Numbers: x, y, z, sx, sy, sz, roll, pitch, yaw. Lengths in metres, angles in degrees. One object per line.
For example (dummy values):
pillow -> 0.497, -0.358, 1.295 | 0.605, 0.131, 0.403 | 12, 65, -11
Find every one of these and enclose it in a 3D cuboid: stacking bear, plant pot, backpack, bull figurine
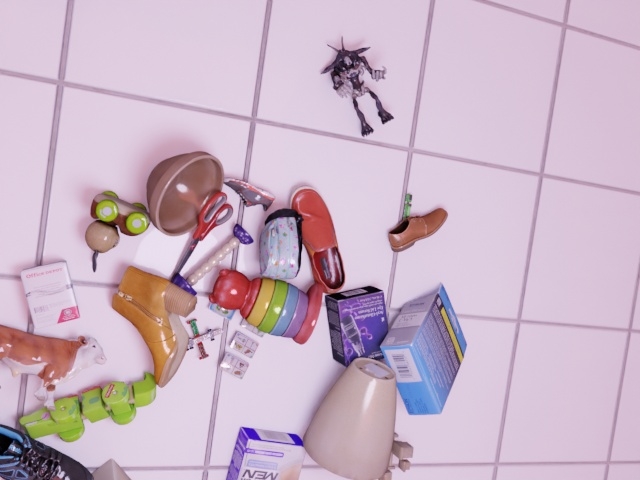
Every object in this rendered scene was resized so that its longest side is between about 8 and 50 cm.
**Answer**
stacking bear -> -0.157, 0.168, 1.727 | 0.289, 0.164, 0.175 | 22, 110, -12
plant pot -> -0.368, -0.137, 1.617 | 0.110, 0.237, 0.237 | 33, 81, 20
backpack -> -0.108, 0.019, 1.713 | 0.115, 0.152, 0.182 | 2, 68, -12
plant pot -> 0.112, 0.481, 1.774 | 0.257, 0.256, 0.274 | 13, 103, -21
bull figurine -> -0.698, 0.303, 1.552 | 0.310, 0.101, 0.188 | 17, 52, -14

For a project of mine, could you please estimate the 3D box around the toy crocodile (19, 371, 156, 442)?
toy crocodile -> -0.590, 0.427, 1.622 | 0.341, 0.105, 0.115 | -15, 136, -13

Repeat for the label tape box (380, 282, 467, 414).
label tape box -> 0.325, 0.323, 1.916 | 0.347, 0.115, 0.249 | -49, 120, -54

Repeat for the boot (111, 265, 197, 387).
boot -> -0.451, 0.223, 1.645 | 0.211, 0.104, 0.295 | 21, 108, 10

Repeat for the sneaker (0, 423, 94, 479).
sneaker -> -0.714, 0.543, 1.522 | 0.341, 0.139, 0.125 | 27, 54, -10

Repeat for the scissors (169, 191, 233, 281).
scissors -> -0.341, -0.003, 1.688 | 0.297, 0.021, 0.109 | -50, 152, -7

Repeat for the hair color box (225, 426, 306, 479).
hair color box -> -0.178, 0.723, 1.799 | 0.185, 0.110, 0.338 | 15, 91, -22

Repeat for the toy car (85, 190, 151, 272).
toy car -> -0.527, -0.012, 1.582 | 0.149, 0.155, 0.188 | 24, 96, -21

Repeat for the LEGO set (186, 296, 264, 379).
LEGO set -> -0.287, 0.255, 1.759 | 0.244, 0.060, 0.182 | 32, 71, -21

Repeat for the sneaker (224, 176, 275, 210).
sneaker -> -0.202, -0.125, 1.736 | 0.158, 0.061, 0.064 | 23, 93, -20

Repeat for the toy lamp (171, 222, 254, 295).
toy lamp -> -0.306, 0.067, 1.705 | 0.275, 0.080, 0.080 | -44, 108, -14

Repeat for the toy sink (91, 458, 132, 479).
toy sink -> -0.592, 0.712, 1.619 | 0.234, 0.153, 0.131 | -37, 107, -14

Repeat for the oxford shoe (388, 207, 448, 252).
oxford shoe -> 0.298, -0.048, 1.912 | 0.212, 0.076, 0.076 | -32, 121, -14

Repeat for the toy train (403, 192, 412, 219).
toy train -> 0.270, -0.103, 1.931 | 0.017, 0.024, 0.083 | 4, 93, -21

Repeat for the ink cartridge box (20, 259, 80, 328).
ink cartridge box -> -0.678, 0.133, 1.579 | 0.109, 0.063, 0.150 | -13, 99, -19

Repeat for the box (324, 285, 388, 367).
box -> 0.111, 0.253, 1.861 | 0.153, 0.108, 0.207 | -12, 99, -20

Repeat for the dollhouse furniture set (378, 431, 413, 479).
dollhouse furniture set -> 0.194, 0.687, 1.904 | 0.101, 0.161, 0.181 | 4, 93, -21

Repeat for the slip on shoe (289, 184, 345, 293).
slip on shoe -> 0.000, 0.000, 1.800 | 0.123, 0.101, 0.331 | -19, 100, -16

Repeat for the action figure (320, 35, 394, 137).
action figure -> 0.112, -0.444, 1.780 | 0.164, 0.141, 0.275 | -31, 107, -3
